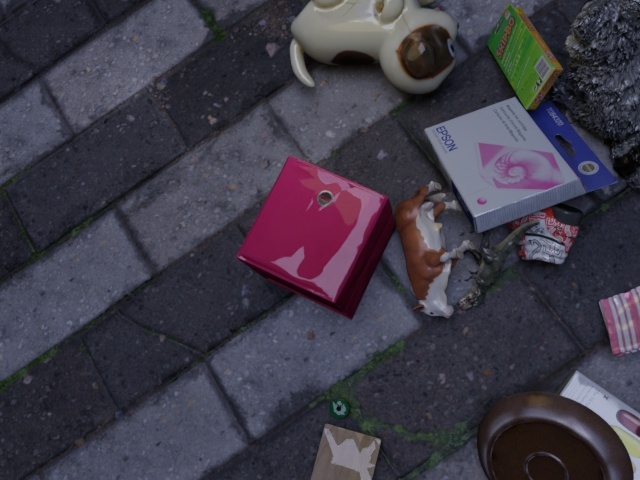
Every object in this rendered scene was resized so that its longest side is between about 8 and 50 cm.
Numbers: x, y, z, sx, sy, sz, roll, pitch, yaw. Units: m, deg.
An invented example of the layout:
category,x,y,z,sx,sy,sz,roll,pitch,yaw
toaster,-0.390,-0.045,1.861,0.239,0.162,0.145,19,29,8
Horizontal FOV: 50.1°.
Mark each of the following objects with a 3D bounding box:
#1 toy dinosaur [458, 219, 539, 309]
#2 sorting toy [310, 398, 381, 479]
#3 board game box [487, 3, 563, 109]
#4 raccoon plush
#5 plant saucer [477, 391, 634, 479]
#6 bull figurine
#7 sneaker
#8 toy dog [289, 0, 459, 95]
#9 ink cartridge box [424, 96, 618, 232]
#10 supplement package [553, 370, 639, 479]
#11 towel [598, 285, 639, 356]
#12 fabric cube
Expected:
category,x,y,z,sx,sy,sz,roll,pitch,yaw
toy dinosaur,0.381,0.031,1.570,0.118,0.064,0.268,42,117,25
sorting toy,0.058,0.504,1.539,0.132,0.046,0.274,12,77,14
board game box,0.485,-0.447,1.648,0.039,0.124,0.259,-2,52,-24
raccoon plush,0.700,-0.339,1.509,0.216,0.299,0.446,-36,71,0
plant saucer,0.458,0.455,1.377,0.311,0.050,0.310,11,111,30
bull figurine,0.257,0.020,1.577,0.188,0.101,0.310,-39,57,41
sneaker,0.459,-0.039,1.582,0.270,0.090,0.144,27,113,39
toy dog,0.147,-0.521,1.686,0.408,0.284,0.395,32,83,16
ink cartridge box,0.446,-0.198,1.569,0.330,0.071,0.324,-21,47,2
supplement package,0.591,0.399,1.414,0.244,0.134,0.139,35,84,18
towel,0.697,0.152,1.445,0.197,0.029,0.144,-30,39,33
fabric cube,0.000,0.000,1.579,0.254,0.259,0.258,25,81,16
